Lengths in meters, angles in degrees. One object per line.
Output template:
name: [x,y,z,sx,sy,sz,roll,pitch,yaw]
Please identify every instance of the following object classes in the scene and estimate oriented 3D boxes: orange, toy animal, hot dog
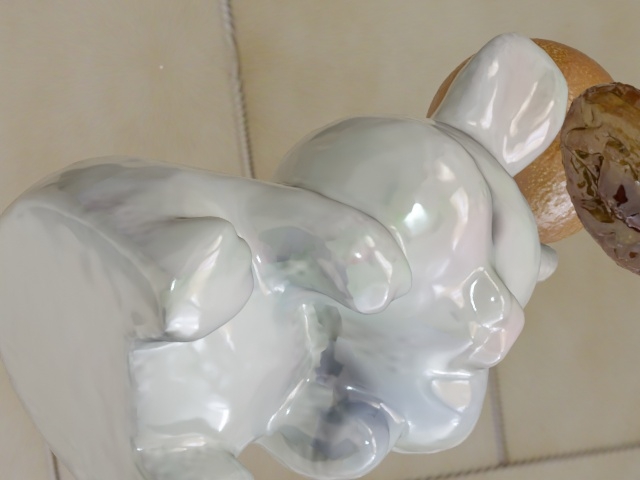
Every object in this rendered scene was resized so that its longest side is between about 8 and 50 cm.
orange: [0.190,-0.091,1.314,0.206,0.206,0.206,-1,97,-6]
toy animal: [0.003,0.005,0.812,0.367,0.241,0.196,-16,125,-26]
hot dog: [0.272,-0.029,1.002,0.227,0.160,0.099,18,62,14]
